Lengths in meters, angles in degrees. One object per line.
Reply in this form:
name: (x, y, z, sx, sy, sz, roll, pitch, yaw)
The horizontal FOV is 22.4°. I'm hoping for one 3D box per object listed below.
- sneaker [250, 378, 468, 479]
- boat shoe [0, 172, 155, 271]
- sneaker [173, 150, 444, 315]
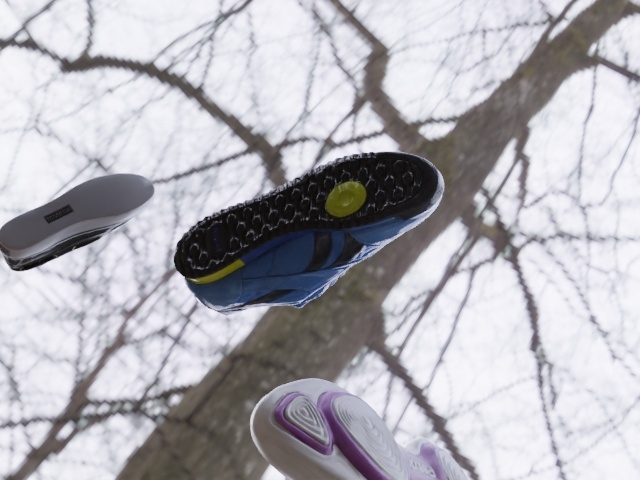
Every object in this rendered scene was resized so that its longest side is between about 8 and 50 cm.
sneaker: (0.016, 0.216, 1.362, 0.152, 0.114, 0.305, -32, -37, 16)
boat shoe: (-0.207, -0.015, 1.378, 0.049, 0.142, 0.040, 56, -21, 32)
sneaker: (0.000, 0.000, 1.172, 0.209, 0.069, 0.082, -21, -44, 18)
